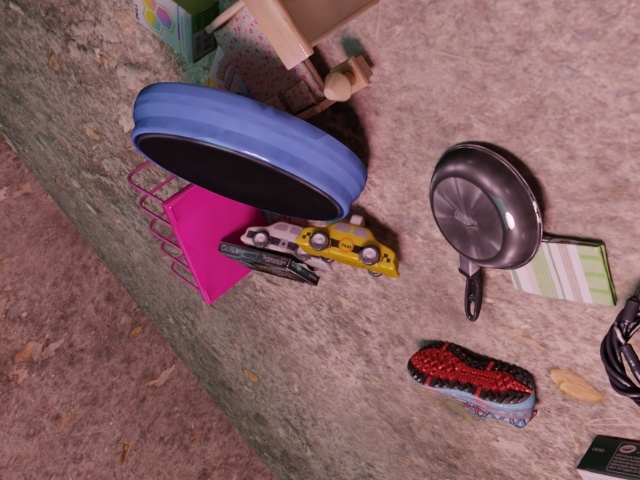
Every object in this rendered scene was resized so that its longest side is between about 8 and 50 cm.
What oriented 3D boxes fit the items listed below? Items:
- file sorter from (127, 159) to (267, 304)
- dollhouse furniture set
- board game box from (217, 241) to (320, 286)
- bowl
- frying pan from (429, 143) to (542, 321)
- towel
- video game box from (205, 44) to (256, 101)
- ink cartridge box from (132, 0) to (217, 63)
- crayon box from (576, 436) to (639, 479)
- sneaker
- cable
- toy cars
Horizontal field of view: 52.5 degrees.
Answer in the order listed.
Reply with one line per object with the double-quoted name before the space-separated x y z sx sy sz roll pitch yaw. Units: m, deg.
"file sorter" -0.262 -0.053 1.423 0.182 0.202 0.290 29 147 36
"dollhouse furniture set" -0.116 -0.282 0.904 0.356 0.174 0.303 -17 112 48
"board game box" -0.108 0.049 1.358 0.186 0.026 0.126 12 167 32
"bowl" -0.120 -0.127 1.055 0.391 0.077 0.391 17 170 3
"frying pan" 0.212 -0.007 0.973 0.197 0.053 0.326 51 152 19
"towel" 0.335 0.038 0.919 0.152 0.023 0.113 8 135 46
"video game box" -0.118 -0.245 1.143 0.187 0.048 0.205 48 151 2
"ink cartridge box" -0.273 -0.414 1.123 0.209 0.062 0.109 40 151 14
"crayon box" 0.590 0.469 1.047 0.323 0.083 0.203 55 151 -12
"sneaker" 0.276 0.283 1.216 0.262 0.104 0.125 15 140 45
"cable" 0.444 0.149 0.792 0.185 0.150 0.047 30 -175 27
"toy cars" 0.000 0.000 1.245 0.177 0.087 0.394 27 166 -32
